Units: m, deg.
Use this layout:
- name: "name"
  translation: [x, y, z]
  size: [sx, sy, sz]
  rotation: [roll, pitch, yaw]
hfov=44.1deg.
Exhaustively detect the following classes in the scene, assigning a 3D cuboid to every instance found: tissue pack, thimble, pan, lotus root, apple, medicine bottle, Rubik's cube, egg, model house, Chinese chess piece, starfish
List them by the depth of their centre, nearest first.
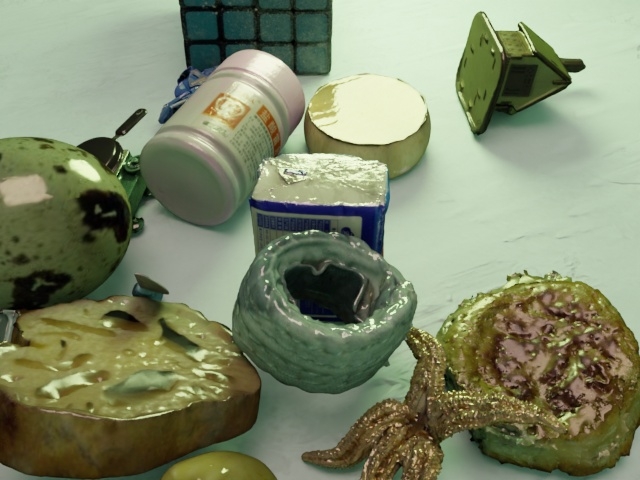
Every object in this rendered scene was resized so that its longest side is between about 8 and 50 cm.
- name: "apple"
  translation: [-0.126, 0.353, 0.975]
  size: [0.200, 0.200, 0.200]
  rotation: [0, 46, 0]
- name: "starfish"
  translation: [0.128, 0.287, 1.072]
  size: [0.293, 0.084, 0.301]
  rotation: [-46, 49, -12]
- name: "lotus root"
  translation: [-0.267, 0.187, 1.083]
  size: [0.375, 0.111, 0.390]
  rotation: [8, 16, 6]
- name: "thimble"
  translation: [0.004, 0.105, 1.111]
  size: [0.250, 0.172, 0.205]
  rotation: [10, 48, -14]
- name: "tissue pack"
  translation: [0.000, 0.000, 1.252]
  size: [0.209, 0.269, 0.137]
  rotation: [0, 45, 2]
- name: "egg"
  translation: [-0.494, -0.023, 1.269]
  size: [0.379, 0.287, 0.287]
  rotation: [2, 46, 4]
- name: "medicine bottle"
  translation: [-0.177, -0.199, 1.497]
  size: [0.202, 0.202, 0.316]
  rotation: [17, 49, 17]
- name: "pan"
  translation: [-0.410, -0.181, 1.505]
  size: [0.136, 0.028, 0.235]
  rotation: [12, 54, 33]
- name: "Chinese chess piece"
  translation: [0.094, -0.230, 1.592]
  size: [0.257, 0.104, 0.257]
  rotation: [0, 45, 0]
- name: "model house"
  translation: [0.452, -0.344, 1.652]
  size: [0.279, 0.205, 0.218]
  rotation: [1, 46, -9]
- name: "Rubik's cube"
  translation: [-0.142, -0.605, 1.799]
  size: [0.337, 0.344, 0.344]
  rotation: [-2, 44, -1]

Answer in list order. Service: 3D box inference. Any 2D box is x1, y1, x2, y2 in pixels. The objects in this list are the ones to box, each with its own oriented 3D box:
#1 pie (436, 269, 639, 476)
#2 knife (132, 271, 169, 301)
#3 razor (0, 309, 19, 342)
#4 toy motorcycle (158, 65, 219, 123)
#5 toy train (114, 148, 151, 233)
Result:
- name: "pie"
  translation: [0.330, 0.183, 1.188]
  size: [0.288, 0.103, 0.354]
  rotation: [-15, 49, -6]
- name: "knife"
  translation: [-0.263, 0.073, 1.228]
  size: [0.058, 0.244, 0.032]
  rotation: [24, 76, -9]
- name: "razor"
  translation: [-0.482, 0.235, 1.151]
  size: [0.111, 0.056, 0.278]
  rotation: [3, 62, 7]
- name: "toy motorcycle"
  translation: [-0.271, -0.318, 1.709]
  size: [0.114, 0.076, 0.205]
  rotation: [4, 47, 17]
- name: "toy train"
  translation: [-0.384, -0.085, 1.479]
  size: [0.132, 0.083, 0.200]
  rotation: [-1, 45, 16]
